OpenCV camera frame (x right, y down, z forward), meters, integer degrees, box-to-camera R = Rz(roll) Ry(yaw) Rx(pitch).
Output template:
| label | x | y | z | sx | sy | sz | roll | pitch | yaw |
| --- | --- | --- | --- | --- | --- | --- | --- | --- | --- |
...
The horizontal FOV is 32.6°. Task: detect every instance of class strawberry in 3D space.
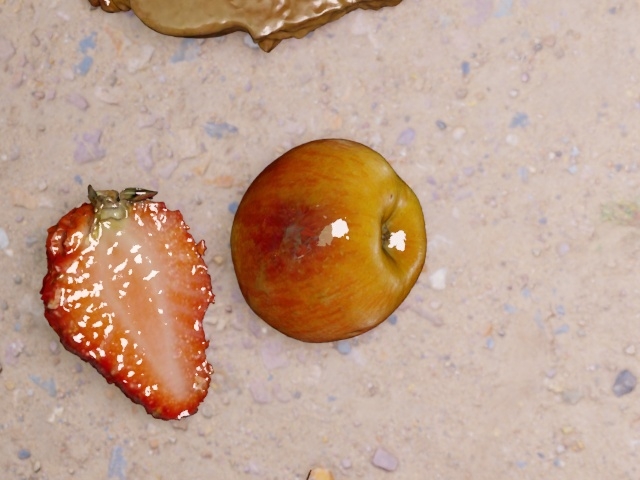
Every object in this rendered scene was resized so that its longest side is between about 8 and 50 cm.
| label | x | y | z | sx | sy | sz | roll | pitch | yaw |
| --- | --- | --- | --- | --- | --- | --- | --- | --- | --- |
| strawberry | -0.202 | 0.062 | 1.132 | 0.175 | 0.107 | 0.236 | 2 | 93 | -18 |

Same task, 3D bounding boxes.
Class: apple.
| label | x | y | z | sx | sy | sz | roll | pitch | yaw |
| --- | --- | --- | --- | --- | --- | --- | --- | --- | --- |
| apple | 0.000 | 0.000 | 1.038 | 0.173 | 0.160 | 0.195 | -1 | 84 | 41 |

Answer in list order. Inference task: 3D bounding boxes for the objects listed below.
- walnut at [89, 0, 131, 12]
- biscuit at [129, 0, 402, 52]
| label | x | y | z | sx | sy | sz | roll | pitch | yaw |
| --- | --- | --- | --- | --- | --- | --- | --- | --- | --- |
| walnut | -0.227 | -0.315 | 1.146 | 0.170 | 0.069 | 0.143 | 14 | 94 | 16 |
| biscuit | -0.048 | -0.388 | 1.068 | 0.368 | 0.076 | 0.394 | -22 | 85 | 8 |
